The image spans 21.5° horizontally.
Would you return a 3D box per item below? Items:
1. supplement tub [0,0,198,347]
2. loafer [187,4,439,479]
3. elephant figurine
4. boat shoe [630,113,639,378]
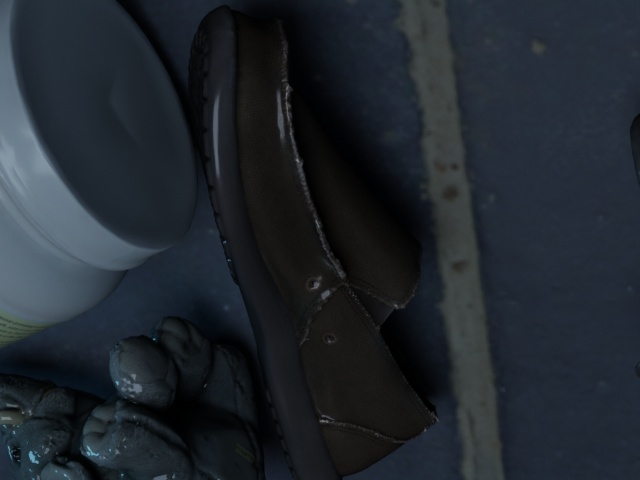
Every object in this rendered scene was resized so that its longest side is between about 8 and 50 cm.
[{"bbox_3d":[-0.272,-0.030,1.148,0.325,0.235,0.235,-22,106,24],"label":"supplement tub"},{"bbox_3d":[0.000,0.000,1.159,0.130,0.134,0.365,-16,120,-2],"label":"loafer"},{"bbox_3d":[-0.163,0.162,1.269,0.239,0.186,0.169,-27,147,36],"label":"elephant figurine"},{"bbox_3d":[0.279,0.062,1.101,0.130,0.132,0.355,-4,104,29],"label":"boat shoe"}]
